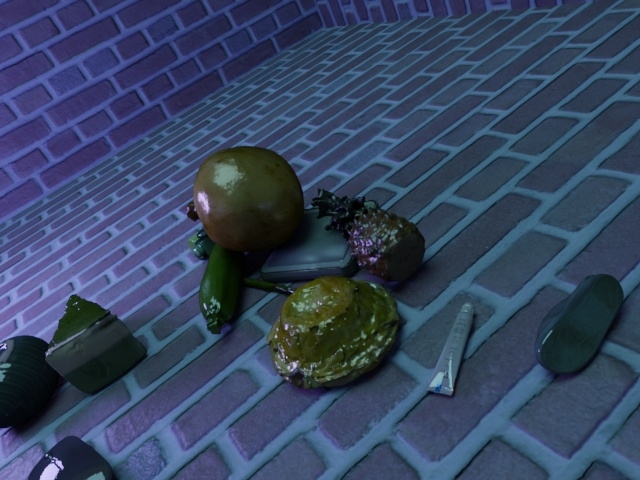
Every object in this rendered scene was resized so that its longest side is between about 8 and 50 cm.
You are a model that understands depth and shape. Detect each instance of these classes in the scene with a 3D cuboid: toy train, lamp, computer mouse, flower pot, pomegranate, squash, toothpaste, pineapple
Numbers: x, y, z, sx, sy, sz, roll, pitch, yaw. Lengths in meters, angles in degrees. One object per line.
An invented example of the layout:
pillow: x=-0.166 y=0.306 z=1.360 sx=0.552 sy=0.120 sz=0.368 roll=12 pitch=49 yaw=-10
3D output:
toy train: x=-0.287 y=-0.034 z=1.597 sx=0.253 sy=0.105 sz=0.157 roll=-42 pitch=20 yaw=-27
lamp: x=0.000 y=0.000 z=1.369 sx=0.269 sy=0.047 sz=0.266 roll=-6 pitch=36 yaw=31
computer mouse: x=-0.488 y=0.453 z=1.041 sx=0.232 sy=0.057 sz=0.120 roll=9 pitch=45 yaw=44
flower pot: x=-0.747 y=0.339 z=1.313 sx=0.189 sy=0.157 sz=0.243 roll=-21 pitch=33 yaw=6
pomegranate: x=-0.176 y=-0.106 z=1.371 sx=0.307 sy=0.307 sz=0.307 roll=-19 pitch=31 yaw=12
squash: x=-0.248 y=0.100 z=1.353 sx=0.101 sy=0.101 sz=0.379 roll=-21 pitch=32 yaw=9
toothpaste: x=0.233 y=0.185 z=0.932 sx=0.048 sy=0.031 sz=0.190 roll=2 pitch=44 yaw=35
pineapple: x=0.098 y=-0.025 z=1.208 sx=0.170 sy=0.141 sz=0.310 roll=4 pitch=22 yaw=-39

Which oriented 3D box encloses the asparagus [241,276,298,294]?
asparagus: x=-0.107 y=0.115 z=1.296 sx=0.248 sy=0.025 sz=0.024 roll=8 pitch=27 yaw=44

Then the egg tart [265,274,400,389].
egg tart: x=0.013 y=0.156 z=1.058 sx=0.294 sy=0.116 sz=0.295 roll=-20 pitch=33 yaw=14

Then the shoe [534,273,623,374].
shoe: x=0.403 y=0.133 z=0.858 sx=0.195 sy=0.079 sz=0.078 roll=-45 pitch=-1 yaw=-15

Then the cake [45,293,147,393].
cake: x=-0.589 y=0.249 z=1.331 sx=0.283 sy=0.158 sz=0.172 roll=12 pitch=49 yaw=48
